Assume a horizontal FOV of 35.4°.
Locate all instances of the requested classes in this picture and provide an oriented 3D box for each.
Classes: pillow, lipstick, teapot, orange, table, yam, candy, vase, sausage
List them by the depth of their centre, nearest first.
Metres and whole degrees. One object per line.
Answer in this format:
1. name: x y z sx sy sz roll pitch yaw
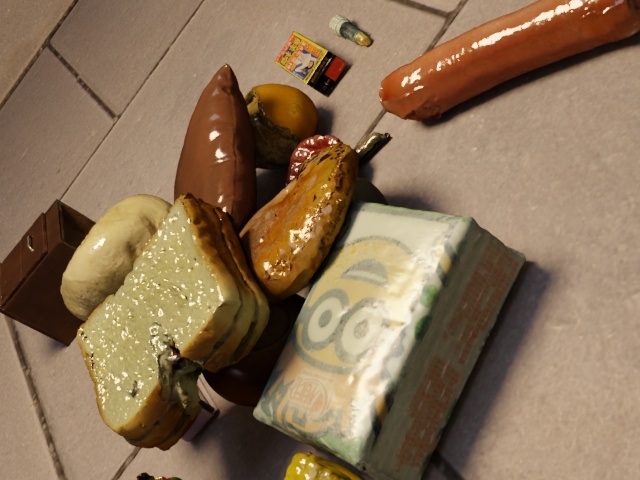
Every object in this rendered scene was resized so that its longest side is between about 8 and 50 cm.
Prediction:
1. candy: -0.017 0.348 1.143 0.106 0.094 0.199 10 76 54
2. sausage: 0.248 -0.253 1.344 0.419 0.094 0.094 -19 32 43
3. teapot: -0.086 0.150 1.372 0.178 0.135 0.252 -31 42 -24
4. vase: 0.000 0.000 1.451 0.214 0.086 0.086 -38 36 33
5. yam: 0.052 -0.126 1.542 0.129 0.027 0.033 -43 35 16
6. pillow: -0.169 -0.070 1.606 0.308 0.108 0.305 117 152 -53
7. orange: -0.080 -0.192 1.680 0.156 0.134 0.156 -43 19 18
8. lipstick: 0.054 -0.362 1.749 0.037 0.037 0.116 -51 36 6
9. table: -0.516 0.058 1.979 0.193 0.172 0.169 -47 33 14

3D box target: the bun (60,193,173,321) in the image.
1. bun: -0.331 0.043 1.750 0.259 0.160 0.259 -54 -8 -11

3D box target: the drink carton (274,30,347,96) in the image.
1. drink carton: -0.017 -0.313 1.779 0.071 0.056 0.166 -59 31 10

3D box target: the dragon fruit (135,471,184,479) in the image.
1. dragon fruit: -0.213 0.380 1.312 0.172 0.160 0.166 -22 87 46

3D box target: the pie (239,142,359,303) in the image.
1. pie: -0.033 -0.029 1.360 0.273 0.069 0.273 -43 23 23

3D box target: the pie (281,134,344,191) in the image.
1. pie: 0.000 -0.087 1.528 0.153 0.038 0.153 -14 68 38

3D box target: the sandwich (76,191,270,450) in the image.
1. sandwich: -0.192 0.115 1.304 0.273 0.095 0.249 -51 40 17

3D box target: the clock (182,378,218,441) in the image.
1. clock: -0.250 0.207 1.524 0.073 0.144 0.193 -49 32 0

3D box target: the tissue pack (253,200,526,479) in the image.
1. tissue pack: 0.075 0.115 1.202 0.228 0.128 0.311 10 71 55
